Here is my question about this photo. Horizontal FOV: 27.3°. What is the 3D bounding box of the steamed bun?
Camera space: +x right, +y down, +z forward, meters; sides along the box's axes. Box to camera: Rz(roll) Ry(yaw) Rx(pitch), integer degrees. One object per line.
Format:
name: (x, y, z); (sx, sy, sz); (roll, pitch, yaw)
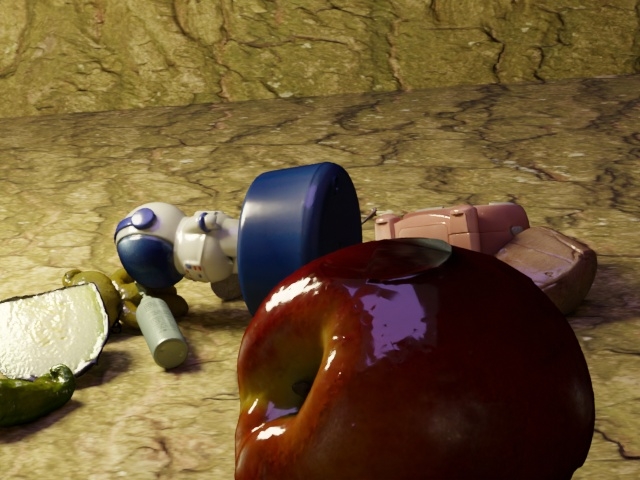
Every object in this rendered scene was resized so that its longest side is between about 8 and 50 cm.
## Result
steamed bun: (0.355, 0.062, 2.105); (0.175, 0.106, 0.145); (-30, 42, -30)

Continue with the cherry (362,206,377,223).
cherry: (0.001, 0.004, 2.289); (0.188, 0.148, 0.115); (-38, 62, -14)

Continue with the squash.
squash: (-0.408, 0.167, 1.991); (0.192, 0.085, 0.184); (-13, 49, -13)

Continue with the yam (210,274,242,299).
yam: (-0.152, 0.047, 2.281); (0.079, 0.079, 0.141); (-4, 18, -1)

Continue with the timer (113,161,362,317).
timer: (-0.145, 0.013, 2.086); (0.383, 0.270, 0.270); (0, 18, 18)

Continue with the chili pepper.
chili pepper: (-0.428, 0.219, 1.811); (0.072, 0.073, 0.204); (-12, -2, 38)

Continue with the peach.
peach: (0.095, 0.155, 1.386); (0.406, 0.310, 0.335); (-9, 14, -24)

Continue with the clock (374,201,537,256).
clock: (0.248, 0.009, 2.239); (0.227, 0.142, 0.241); (-6, 1, 45)

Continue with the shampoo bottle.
shampoo bottle: (-0.252, 0.126, 2.036); (0.056, 0.056, 0.195); (-9, 28, -16)

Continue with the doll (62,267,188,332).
doll: (-0.321, 0.107, 2.143); (0.209, 0.097, 0.137); (4, 44, -32)
